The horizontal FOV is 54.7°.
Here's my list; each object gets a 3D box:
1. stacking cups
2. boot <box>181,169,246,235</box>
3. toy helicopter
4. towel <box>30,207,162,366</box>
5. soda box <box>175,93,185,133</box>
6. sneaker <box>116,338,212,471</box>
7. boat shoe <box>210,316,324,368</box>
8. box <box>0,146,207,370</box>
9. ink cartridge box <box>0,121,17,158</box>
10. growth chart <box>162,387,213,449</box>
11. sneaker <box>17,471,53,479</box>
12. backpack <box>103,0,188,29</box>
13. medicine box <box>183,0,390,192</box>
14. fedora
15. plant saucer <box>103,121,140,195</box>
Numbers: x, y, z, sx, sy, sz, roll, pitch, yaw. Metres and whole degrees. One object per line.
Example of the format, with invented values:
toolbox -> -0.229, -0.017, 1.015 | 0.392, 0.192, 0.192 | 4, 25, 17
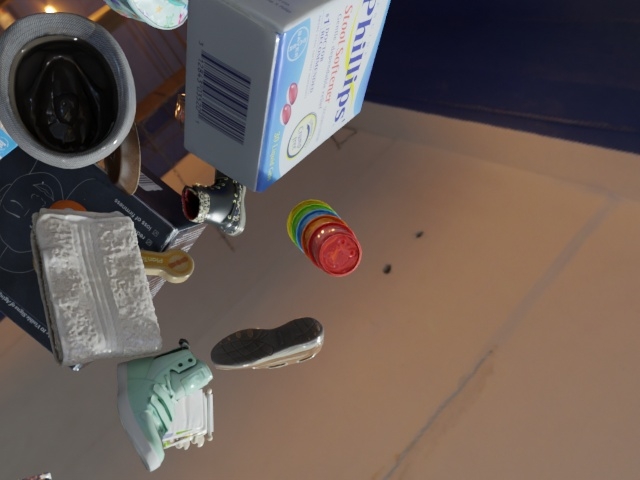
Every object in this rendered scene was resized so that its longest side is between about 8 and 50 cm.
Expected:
stacking cups -> 0.000, 0.000, 0.993 | 0.096, 0.096, 0.316 | -33, -168, 1
boot -> -0.281, -0.139, 1.631 | 0.085, 0.178, 0.237 | -16, -107, 31
toy helicopter -> -0.462, 0.057, 1.408 | 0.140, 0.354, 0.235 | -51, -139, 44
towel -> -0.384, 0.071, 1.064 | 0.049, 0.187, 0.282 | -37, -115, 37
soda box -> -0.280, -0.271, 1.371 | 0.053, 0.060, 0.169 | 2, -152, -25
sneaker -> -0.249, 0.256, 1.021 | 0.151, 0.094, 0.256 | -19, -151, -13
boat shoe -> -0.143, 0.315, 1.737 | 0.324, 0.116, 0.123 | -11, -135, -1
box -> -0.646, -0.007, 1.657 | 0.472, 0.480, 0.297 | -51, 179, 10
ink cartridge box -> -0.790, -0.195, 1.333 | 0.231, 0.134, 0.078 | -38, -145, 0
growth chart -> -0.385, 0.489, 1.702 | 0.021, 0.237, 0.172 | -1, -99, 42
sneaker -> -0.529, 0.486, 1.156 | 0.081, 0.080, 0.211 | -21, -164, -32
backpack -> -0.293, -0.523, 1.132 | 0.191, 0.225, 0.254 | 29, -90, 18
medicine box -> -0.044, -0.261, 0.878 | 0.149, 0.264, 0.289 | 33, -130, 16
fedora -> -0.479, -0.273, 1.165 | 0.243, 0.276, 0.124 | -15, -172, -22
plant saucer -> -0.456, -0.200, 1.398 | 0.036, 0.199, 0.198 | -6, -157, -33
